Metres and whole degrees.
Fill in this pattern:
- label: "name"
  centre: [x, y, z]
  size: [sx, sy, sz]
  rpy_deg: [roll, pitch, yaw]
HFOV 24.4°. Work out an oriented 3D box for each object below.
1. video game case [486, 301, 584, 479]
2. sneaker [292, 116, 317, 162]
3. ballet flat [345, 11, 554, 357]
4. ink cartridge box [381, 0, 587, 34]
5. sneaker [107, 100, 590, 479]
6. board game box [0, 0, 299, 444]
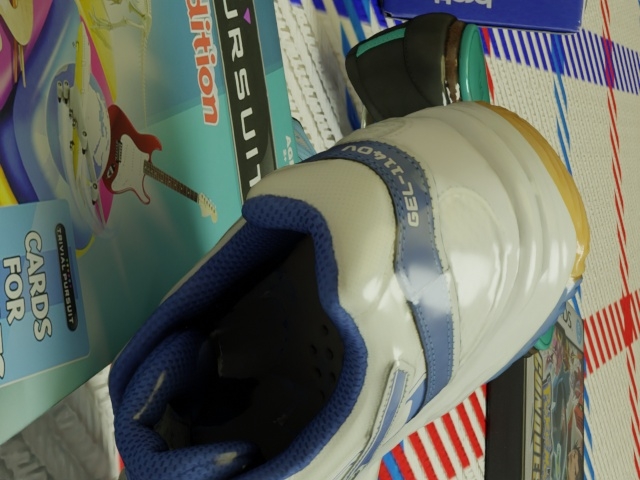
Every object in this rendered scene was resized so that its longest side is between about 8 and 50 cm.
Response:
- label: "video game case"
  centre: [0.197, 0.169, 1.326]
  size: [0.248, 0.035, 0.274]
  rpy_deg: [42, 48, -62]
- label: "sneaker"
  centre: [0.000, 0.000, 0.802]
  size: [0.073, 0.063, 0.162]
  rpy_deg: [-74, 152, -49]
- label: "ballet flat"
  centre: [0.083, -0.032, 0.975]
  size: [0.095, 0.096, 0.280]
  rpy_deg: [-71, 150, -45]
- label: "ink cartridge box"
  centre: [0.136, -0.327, 1.024]
  size: [0.270, 0.151, 0.395]
  rpy_deg: [-68, 160, -49]
- label: "sneaker"
  centre: [-0.036, 0.068, 0.521]
  size: [0.131, 0.112, 0.296]
  rpy_deg: [-13, 142, -47]
- label: "board game box"
  centre: [-0.111, -0.085, 0.499]
  size: [0.336, 0.079, 0.253]
  rpy_deg: [-39, 122, -65]
